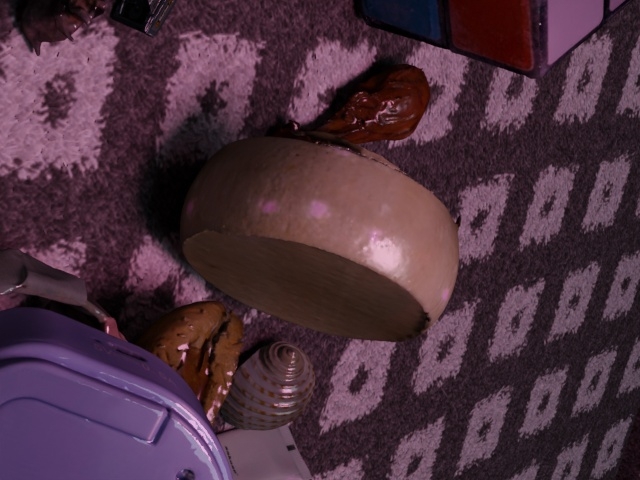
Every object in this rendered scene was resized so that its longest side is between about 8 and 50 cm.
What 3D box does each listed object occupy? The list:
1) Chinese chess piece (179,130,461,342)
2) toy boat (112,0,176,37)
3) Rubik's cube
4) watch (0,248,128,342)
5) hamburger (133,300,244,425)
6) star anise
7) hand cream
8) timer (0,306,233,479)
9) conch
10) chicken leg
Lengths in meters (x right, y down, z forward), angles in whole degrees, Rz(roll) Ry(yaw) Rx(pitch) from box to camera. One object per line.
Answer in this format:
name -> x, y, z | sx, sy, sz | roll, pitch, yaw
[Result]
Chinese chess piece -> 0.000, 0.000, 1.539 | 0.349, 0.349, 0.146 | 48, 55, -54
toy boat -> -0.175, -0.296, 1.367 | 0.141, 0.055, 0.060 | -62, 153, -3
Rubik's cube -> 0.242, -0.442, 1.601 | 0.316, 0.318, 0.313 | -40, 139, -30
watch -> -0.343, 0.138, 1.348 | 0.241, 0.162, 0.253 | 10, 107, -46
hamburger -> -0.195, 0.191, 1.524 | 0.285, 0.134, 0.265 | 164, -54, -78
star anise -> -0.294, -0.275, 1.190 | 0.148, 0.218, 0.227 | -32, 128, 16
hand cream -> -0.135, 0.325, 1.796 | 0.321, 0.109, 0.067 | -6, 153, -49
timer -> -0.258, 0.282, 1.273 | 0.395, 0.173, 0.395 | -5, 107, -16
conch -> -0.073, 0.221, 1.808 | 0.135, 0.102, 0.153 | 0, 113, -38
chicken leg -> 0.043, -0.160, 1.732 | 0.304, 0.093, 0.113 | -31, 145, -34
